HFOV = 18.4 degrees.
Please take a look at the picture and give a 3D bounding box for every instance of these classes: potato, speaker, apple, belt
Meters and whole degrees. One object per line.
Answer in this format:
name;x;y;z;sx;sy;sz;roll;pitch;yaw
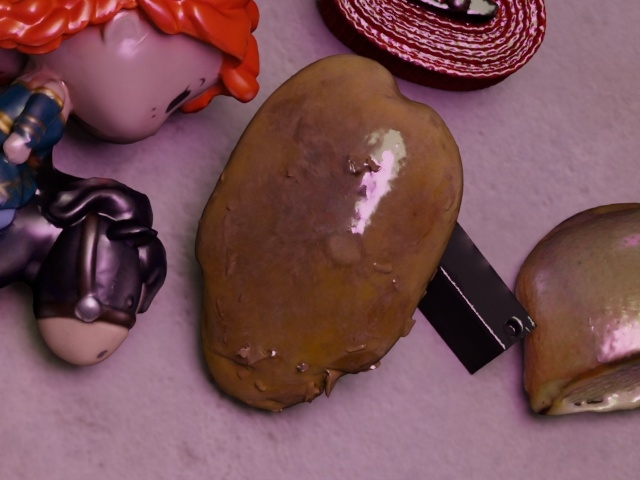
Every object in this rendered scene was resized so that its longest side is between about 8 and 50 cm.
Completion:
potato;0.000;0.000;1.579;0.191;0.141;0.296;25;101;11
speaker;0.090;0.007;1.674;0.044;0.082;0.218;-35;83;-25
apple;0.291;0.039;1.710;0.265;0.120;0.193;-4;62;-21
belt;0.093;-0.206;1.730;0.201;0.124;0.128;23;86;-3

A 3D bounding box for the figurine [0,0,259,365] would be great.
figurine;-0.217;-0.095;1.555;0.306;0.241;0.412;17;77;-1
